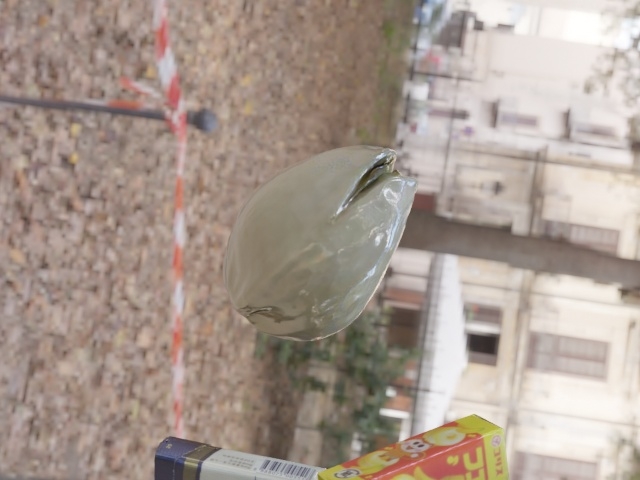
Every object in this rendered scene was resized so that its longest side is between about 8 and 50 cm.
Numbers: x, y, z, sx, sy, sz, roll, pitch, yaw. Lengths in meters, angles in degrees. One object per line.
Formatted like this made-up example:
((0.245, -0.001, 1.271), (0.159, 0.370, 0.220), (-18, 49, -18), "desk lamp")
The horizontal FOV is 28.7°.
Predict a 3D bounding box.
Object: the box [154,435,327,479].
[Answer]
((-0.121, 0.395, 1.844), (0.071, 0.259, 0.168), (-45, 143, -63), "box")

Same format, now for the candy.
((0.140, 0.361, 1.793), (0.088, 0.276, 0.146), (20, -56, 61), "candy")

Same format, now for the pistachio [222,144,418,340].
((0.000, 0.000, 1.568), (0.226, 0.208, 0.332), (-24, 161, -41), "pistachio")
